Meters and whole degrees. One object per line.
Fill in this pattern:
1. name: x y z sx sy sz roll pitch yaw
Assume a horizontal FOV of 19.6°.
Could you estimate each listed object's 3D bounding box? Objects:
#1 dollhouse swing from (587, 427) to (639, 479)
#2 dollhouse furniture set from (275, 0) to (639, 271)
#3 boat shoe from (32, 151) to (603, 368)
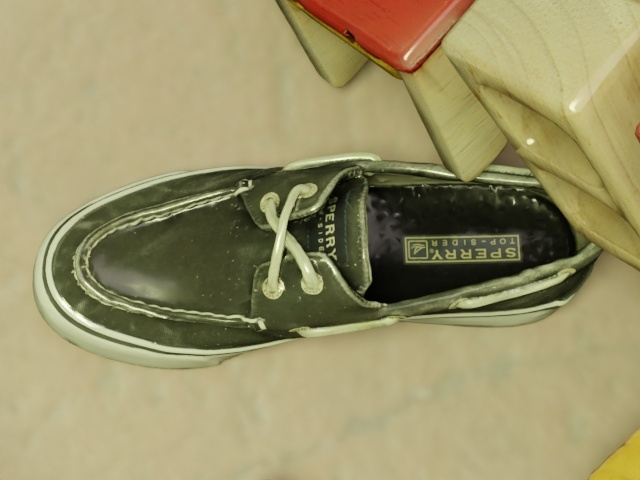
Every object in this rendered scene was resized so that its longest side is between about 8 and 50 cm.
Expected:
1. dollhouse swing: 0.286 0.222 0.626 0.315 0.305 0.346 13 83 -31
2. dollhouse furniture set: 0.138 -0.090 0.576 0.201 0.152 0.374 -47 48 -4
3. boat shoe: 0.000 0.000 0.704 0.219 0.070 0.077 -6 77 -8
